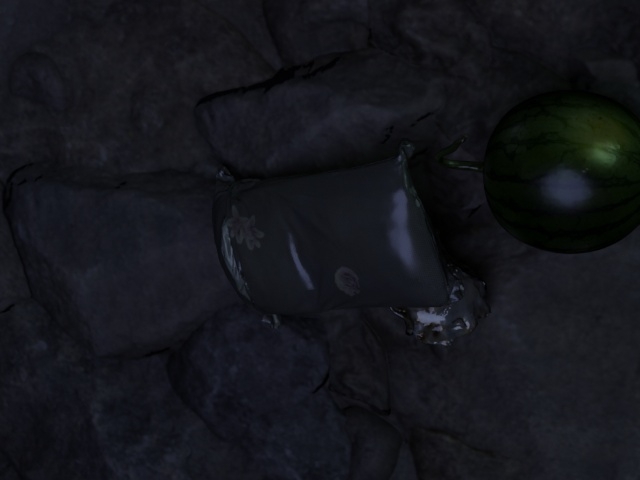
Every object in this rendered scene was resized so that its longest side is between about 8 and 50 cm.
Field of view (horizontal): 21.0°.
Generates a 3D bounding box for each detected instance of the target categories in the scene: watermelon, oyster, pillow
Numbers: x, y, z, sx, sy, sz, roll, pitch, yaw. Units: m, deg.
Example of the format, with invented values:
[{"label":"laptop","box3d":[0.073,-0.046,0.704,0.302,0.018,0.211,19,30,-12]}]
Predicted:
[{"label":"watermelon","box3d":[0.193,-0.061,1.477,0.187,0.140,0.140,9,115,18]},{"label":"oyster","box3d":[0.090,0.023,1.595,0.165,0.053,0.108,46,141,-13]},{"label":"pillow","box3d":[0.000,0.000,1.576,0.255,0.059,0.169,-8,101,39]}]
